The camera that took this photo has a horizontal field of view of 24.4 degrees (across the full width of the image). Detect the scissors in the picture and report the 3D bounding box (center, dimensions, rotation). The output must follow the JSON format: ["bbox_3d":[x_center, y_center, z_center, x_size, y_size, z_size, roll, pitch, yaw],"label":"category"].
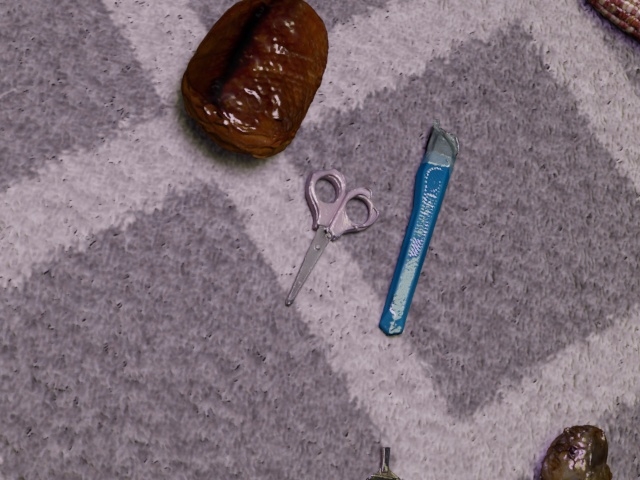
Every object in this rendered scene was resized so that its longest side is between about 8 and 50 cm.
[{"bbox_3d":[0.000,0.000,1.797,0.100,0.015,0.189,31,65,-8],"label":"scissors"}]

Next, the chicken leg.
[{"bbox_3d":[0.308,0.319,1.764,0.085,0.069,0.197,7,74,-41],"label":"chicken leg"}]

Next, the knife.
[{"bbox_3d":[0.121,-0.017,1.840,0.044,0.026,0.296,21,68,-7],"label":"knife"}]

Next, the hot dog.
[{"bbox_3d":[-0.077,-0.201,1.796,0.160,0.099,0.227,34,63,-4],"label":"hot dog"}]

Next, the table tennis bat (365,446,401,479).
[{"bbox_3d":[0.074,0.282,1.724,0.050,0.007,0.083,9,70,-15],"label":"table tennis bat"}]

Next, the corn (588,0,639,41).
[{"bbox_3d":[0.475,-0.294,2.030,0.237,0.079,0.079,32,64,-3],"label":"corn"}]
